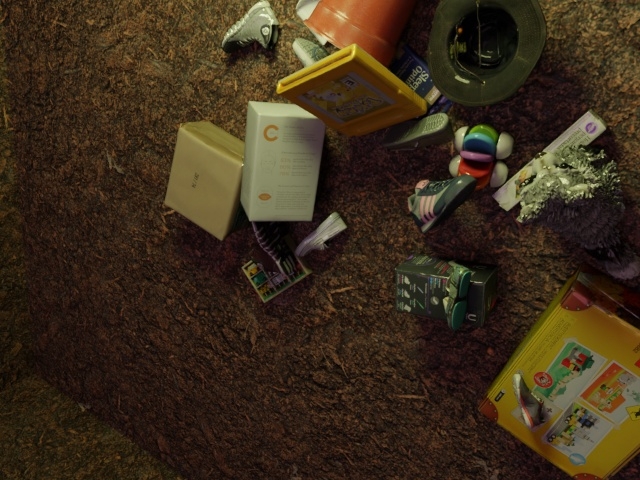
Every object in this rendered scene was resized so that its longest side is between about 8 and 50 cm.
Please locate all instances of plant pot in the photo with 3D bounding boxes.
[{"bbox_3d":[0.134,-0.633,1.450,0.272,0.272,0.265,38,114,14],"label":"plant pot"}]

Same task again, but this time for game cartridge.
[{"bbox_3d":[0.089,-0.393,1.515,0.285,0.323,0.053,-11,65,43],"label":"game cartridge"}]

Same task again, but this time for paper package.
[{"bbox_3d":[-0.381,-0.218,1.982,0.309,0.168,0.325,32,121,18],"label":"paper package"}]

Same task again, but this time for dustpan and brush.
[{"bbox_3d":[0.015,-0.700,1.610,0.147,0.060,0.211,52,127,5],"label":"dustpan and brush"}]

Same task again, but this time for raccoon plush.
[{"bbox_3d":[0.642,-0.040,1.280,0.446,0.299,0.216,41,125,-2],"label":"raccoon plush"}]

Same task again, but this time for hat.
[{"bbox_3d":[0.435,-0.494,1.383,0.331,0.134,0.332,19,116,46],"label":"hat"}]

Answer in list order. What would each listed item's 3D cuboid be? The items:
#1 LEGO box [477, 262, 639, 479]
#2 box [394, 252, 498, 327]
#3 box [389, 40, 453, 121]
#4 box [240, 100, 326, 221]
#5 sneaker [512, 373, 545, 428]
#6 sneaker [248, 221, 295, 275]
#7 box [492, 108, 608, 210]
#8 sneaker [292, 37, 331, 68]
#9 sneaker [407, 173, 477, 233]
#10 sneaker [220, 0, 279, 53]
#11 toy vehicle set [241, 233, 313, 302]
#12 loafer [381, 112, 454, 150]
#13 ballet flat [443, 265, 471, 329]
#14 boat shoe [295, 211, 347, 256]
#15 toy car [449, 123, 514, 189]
[{"bbox_3d":[0.732,0.376,1.496,0.372,0.193,0.500,34,123,17],"label":"LEGO box"},{"bbox_3d":[0.377,0.144,1.646,0.270,0.165,0.143,8,110,30],"label":"box"},{"bbox_3d":[0.272,-0.441,1.567,0.225,0.036,0.136,46,126,8],"label":"box"},{"bbox_3d":[-0.126,-0.249,1.749,0.168,0.214,0.345,-124,38,-57],"label":"box"},{"bbox_3d":[0.565,0.428,1.479,0.064,0.061,0.158,-18,100,9],"label":"sneaker"},{"bbox_3d":[-0.215,0.009,1.939,0.162,0.106,0.281,-6,118,40],"label":"sneaker"},{"bbox_3d":[0.595,-0.204,1.437,0.063,0.067,0.324,47,125,6],"label":"box"},{"bbox_3d":[-0.001,-0.485,1.680,0.129,0.111,0.297,-36,87,41],"label":"sneaker"},{"bbox_3d":[0.323,-0.126,1.540,0.131,0.112,0.319,57,159,11],"label":"sneaker"},{"bbox_3d":[-0.219,-0.647,1.765,0.228,0.086,0.132,-34,91,35],"label":"sneaker"},{"bbox_3d":[-0.166,0.109,2.054,0.267,0.035,0.166,-35,88,36],"label":"toy vehicle set"},{"bbox_3d":[0.277,-0.291,1.567,0.087,0.094,0.251,39,159,-30],"label":"loafer"},{"bbox_3d":[0.374,0.155,1.522,0.070,0.070,0.189,17,111,26],"label":"ballet flat"},{"bbox_3d":[0.000,0.000,1.878,0.076,0.083,0.226,50,125,7],"label":"boat shoe"},{"bbox_3d":[0.428,-0.223,1.490,0.159,0.136,0.182,17,116,27],"label":"toy car"}]
